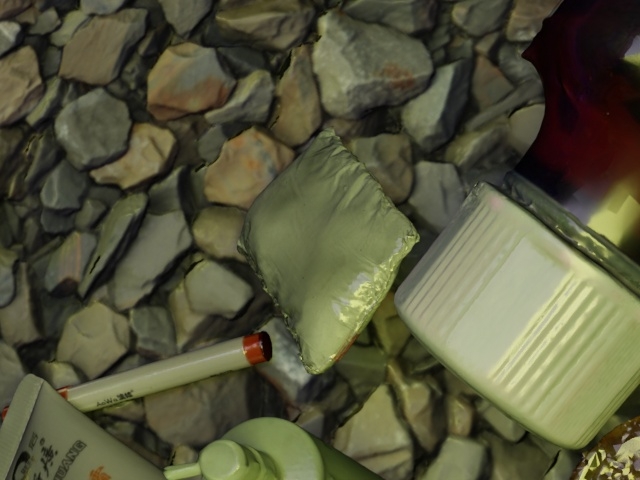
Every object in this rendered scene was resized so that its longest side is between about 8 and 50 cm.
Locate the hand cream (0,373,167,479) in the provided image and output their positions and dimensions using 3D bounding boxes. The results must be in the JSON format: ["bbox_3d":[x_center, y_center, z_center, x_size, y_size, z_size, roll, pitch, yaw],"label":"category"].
[{"bbox_3d":[-0.145,0.212,1.079,0.314,0.089,0.139,18,88,36],"label":"hand cream"}]

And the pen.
[{"bbox_3d":[-0.151,0.116,1.152,0.239,0.028,0.028,-17,62,15],"label":"pen"}]

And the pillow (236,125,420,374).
[{"bbox_3d":[0.000,0.000,1.072,0.128,0.051,0.229,-52,28,11],"label":"pillow"}]

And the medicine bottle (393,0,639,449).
[{"bbox_3d":[0.220,-0.061,0.952,0.395,0.242,0.242,-47,58,7],"label":"medicine bottle"}]

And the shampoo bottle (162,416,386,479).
[{"bbox_3d":[-0.007,0.174,0.925,0.085,0.262,0.085,-9,65,20],"label":"shampoo bottle"}]

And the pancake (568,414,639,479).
[{"bbox_3d":[0.287,0.266,0.876,0.356,0.065,0.356,-10,64,21],"label":"pancake"}]
